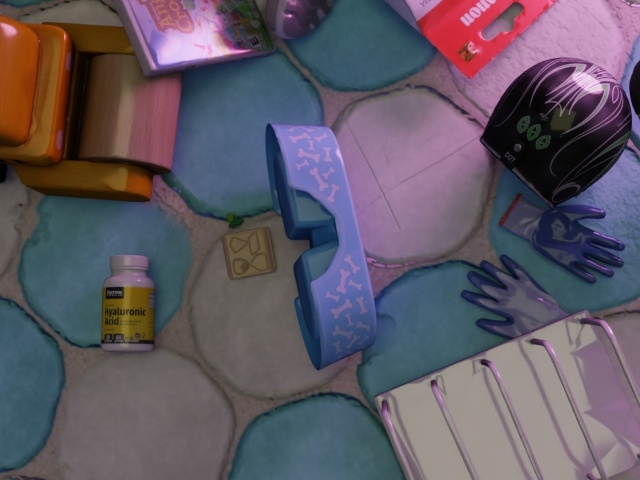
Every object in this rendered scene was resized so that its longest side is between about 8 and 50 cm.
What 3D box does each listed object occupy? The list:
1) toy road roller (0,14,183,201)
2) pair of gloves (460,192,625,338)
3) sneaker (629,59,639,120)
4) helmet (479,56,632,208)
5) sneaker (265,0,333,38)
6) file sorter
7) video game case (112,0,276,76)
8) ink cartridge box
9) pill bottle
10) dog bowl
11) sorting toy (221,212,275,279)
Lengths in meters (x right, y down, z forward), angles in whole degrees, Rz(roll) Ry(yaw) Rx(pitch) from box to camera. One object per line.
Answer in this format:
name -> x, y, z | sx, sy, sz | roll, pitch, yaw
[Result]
toy road roller -> -0.342, -0.169, 1.368 | 0.329, 0.240, 0.203 | 5, 84, 4
pair of gloves -> 0.273, 0.037, 1.416 | 0.159, 0.023, 0.198 | 29, 87, 5
sneaker -> 0.496, -0.154, 1.371 | 0.300, 0.111, 0.121 | 23, 71, -17
helmet -> 0.285, -0.136, 1.369 | 0.169, 0.169, 0.161 | 45, 99, 7
sneaker -> -0.032, -0.390, 1.464 | 0.115, 0.105, 0.281 | 7, 84, 32
file sorter -> 0.221, 0.220, 1.311 | 0.277, 0.173, 0.193 | -23, 86, 3
video game case -> -0.171, -0.311, 1.426 | 0.193, 0.023, 0.212 | -17, 80, -39
ink cartridge box -> 0.166, -0.344, 1.432 | 0.232, 0.066, 0.189 | 44, 73, 12
pill bottle -> -0.235, 0.078, 1.420 | 0.065, 0.065, 0.116 | -1, 82, 3
dog bowl -> 0.000, 0.000, 1.372 | 0.074, 0.166, 0.297 | -12, 82, -9
sorting toy -> -0.091, 0.003, 1.446 | 0.062, 0.012, 0.083 | -11, 86, 7
